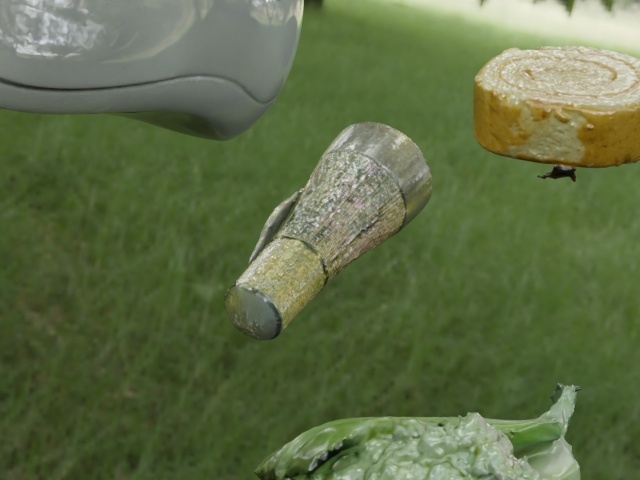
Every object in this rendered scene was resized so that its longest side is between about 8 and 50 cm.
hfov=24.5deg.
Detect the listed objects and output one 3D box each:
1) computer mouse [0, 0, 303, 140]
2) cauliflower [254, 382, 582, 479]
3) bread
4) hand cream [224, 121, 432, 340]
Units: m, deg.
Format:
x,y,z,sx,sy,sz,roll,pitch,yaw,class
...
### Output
x,y,z,sx,sy,sz,roll,pitch,yaw,class
-0.099,-0.144,0.793,0.121,0.184,0.297,-1,-9,30,computer mouse
0.095,0.192,1.027,0.315,0.256,0.239,-25,54,-26,cauliflower
0.201,-0.107,1.200,0.149,0.073,0.122,9,35,14,bread
0.000,0.000,1.035,0.084,0.084,0.203,18,44,24,hand cream
